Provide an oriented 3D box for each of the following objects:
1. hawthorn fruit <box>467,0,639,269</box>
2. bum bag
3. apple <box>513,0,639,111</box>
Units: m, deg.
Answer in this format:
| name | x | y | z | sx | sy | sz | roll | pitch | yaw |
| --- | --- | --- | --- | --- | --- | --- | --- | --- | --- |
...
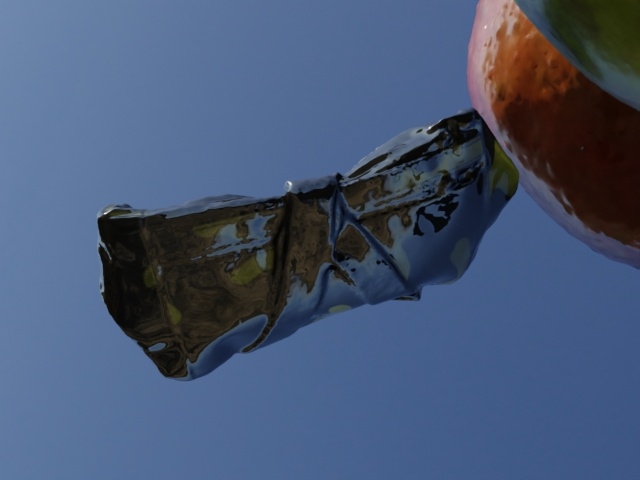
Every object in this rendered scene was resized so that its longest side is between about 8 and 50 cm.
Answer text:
| name | x | y | z | sx | sy | sz | roll | pitch | yaw |
| --- | --- | --- | --- | --- | --- | --- | --- | --- | --- |
| hawthorn fruit | 0.224 | -0.117 | 1.000 | 0.330 | 0.287 | 0.287 | 37 | -54 | 52 |
| bum bag | 0.000 | 0.000 | 0.810 | 0.060 | 0.232 | 0.107 | -130 | -150 | -53 |
| apple | 0.183 | -0.170 | 0.679 | 0.246 | 0.226 | 0.246 | 13 | -61 | 24 |
